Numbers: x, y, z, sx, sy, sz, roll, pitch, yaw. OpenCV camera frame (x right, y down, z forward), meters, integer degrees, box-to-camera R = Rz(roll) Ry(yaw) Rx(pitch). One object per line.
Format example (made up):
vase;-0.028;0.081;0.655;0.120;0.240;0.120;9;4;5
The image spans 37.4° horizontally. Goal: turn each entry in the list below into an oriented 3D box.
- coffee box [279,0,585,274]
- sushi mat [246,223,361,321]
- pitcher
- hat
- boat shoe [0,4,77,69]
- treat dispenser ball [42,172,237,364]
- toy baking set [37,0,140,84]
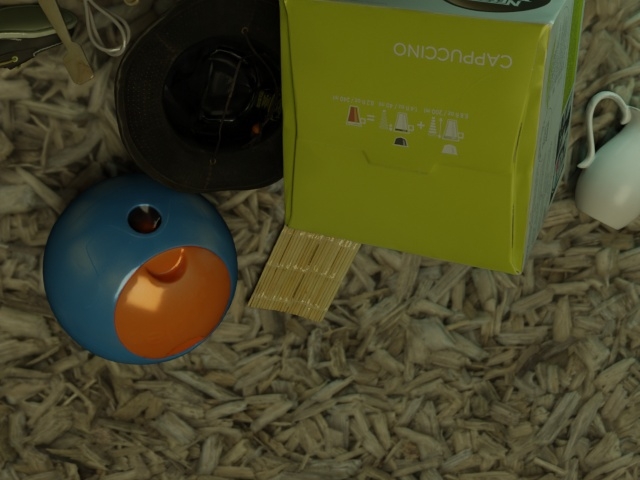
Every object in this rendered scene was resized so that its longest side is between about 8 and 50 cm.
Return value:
coffee box;0.160;-0.202;1.295;0.338;0.334;0.338;12;123;19
sushi mat;0.000;0.000;1.631;0.151;0.019;0.316;17;114;-22
pitcher;0.508;-0.139;1.641;0.178;0.125;0.207;26;101;-5
hat;-0.156;-0.227;1.380;0.331;0.134;0.331;-15;122;-25
boat shoe;-0.442;-0.268;1.293;0.228;0.081;0.068;-20;137;-32
treat dispenser ball;-0.268;0.042;1.422;0.288;0.288;0.288;-7;121;-11
toy baking set;-0.308;-0.348;1.253;0.197;0.030;0.256;34;97;12
